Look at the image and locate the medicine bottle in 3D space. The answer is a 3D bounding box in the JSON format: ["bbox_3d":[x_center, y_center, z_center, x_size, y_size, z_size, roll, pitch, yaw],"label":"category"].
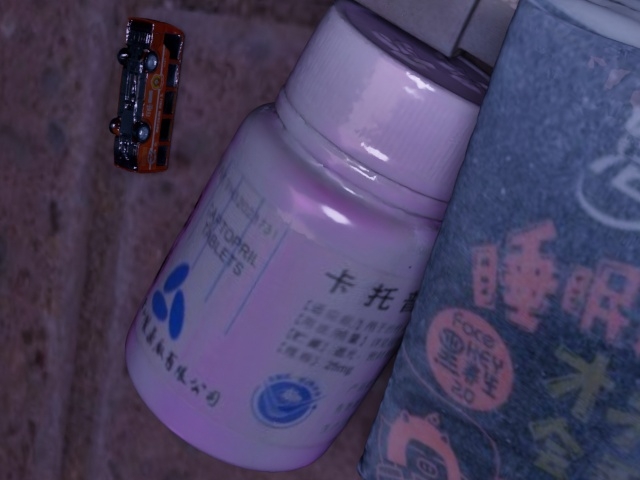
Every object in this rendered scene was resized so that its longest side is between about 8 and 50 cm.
[{"bbox_3d":[0.000,0.000,0.604,0.152,0.152,0.254,43,116,24],"label":"medicine bottle"}]

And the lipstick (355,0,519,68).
[{"bbox_3d":[0.092,-0.137,0.555,0.253,0.079,0.077,33,124,12],"label":"lipstick"}]

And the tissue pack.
[{"bbox_3d":[0.154,0.060,0.490,0.228,0.103,0.315,34,129,25],"label":"tissue pack"}]

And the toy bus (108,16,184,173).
[{"bbox_3d":[-0.124,-0.104,0.744,0.031,0.043,0.110,18,105,35],"label":"toy bus"}]
